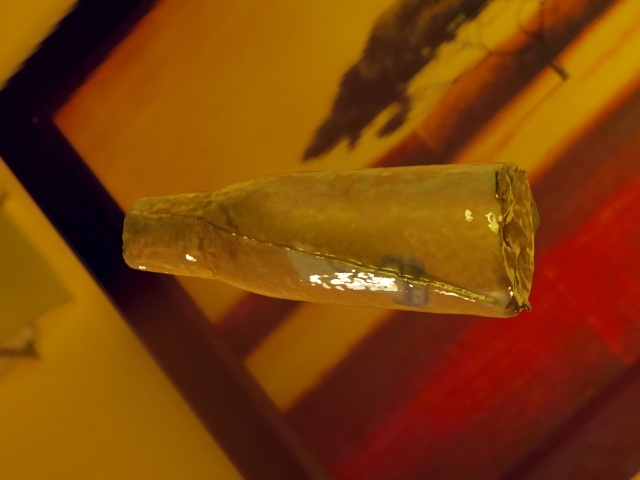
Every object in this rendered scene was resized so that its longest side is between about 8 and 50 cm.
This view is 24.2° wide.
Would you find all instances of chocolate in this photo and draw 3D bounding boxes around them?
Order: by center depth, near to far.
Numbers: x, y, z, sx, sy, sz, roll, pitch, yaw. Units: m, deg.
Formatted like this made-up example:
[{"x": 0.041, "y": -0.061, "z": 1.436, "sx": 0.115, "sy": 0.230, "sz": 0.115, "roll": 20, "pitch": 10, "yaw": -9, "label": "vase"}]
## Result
[{"x": 0.000, "y": 0.000, "z": 0.777, "sx": 0.219, "sy": 0.085, "sz": 0.085, "roll": 0, "pitch": -8, "yaw": 21, "label": "chocolate"}]
